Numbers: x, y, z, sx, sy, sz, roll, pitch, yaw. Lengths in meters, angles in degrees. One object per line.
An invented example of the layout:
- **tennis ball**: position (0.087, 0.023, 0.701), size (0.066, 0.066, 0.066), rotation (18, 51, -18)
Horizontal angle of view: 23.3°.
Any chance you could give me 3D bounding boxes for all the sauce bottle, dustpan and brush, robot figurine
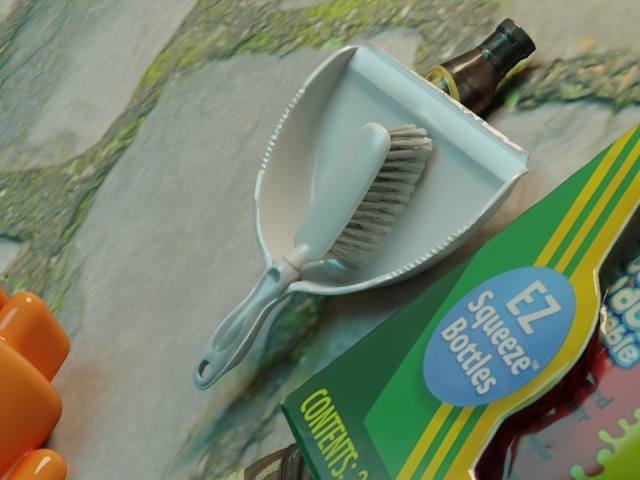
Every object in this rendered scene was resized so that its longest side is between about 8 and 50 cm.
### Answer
- **sauce bottle**: position (0.073, -0.081, 0.923), size (0.128, 0.042, 0.042), rotation (-44, 34, -3)
- **dustpan and brush**: position (0.000, 0.000, 0.872), size (0.147, 0.060, 0.211), rotation (40, 103, 32)
- **robot figurine**: position (-0.241, 0.122, 0.931), size (0.219, 0.158, 0.128), rotation (-55, 14, -20)

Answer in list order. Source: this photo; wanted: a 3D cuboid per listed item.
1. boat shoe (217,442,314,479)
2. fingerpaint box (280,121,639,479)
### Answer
- **boat shoe**: position (0.010, 0.156, 0.689), size (0.073, 0.080, 0.223), rotation (-45, 29, 4)
- **fingerpaint box**: position (0.226, 0.102, 0.460), size (0.371, 0.163, 0.445), rotation (-38, 35, 6)
